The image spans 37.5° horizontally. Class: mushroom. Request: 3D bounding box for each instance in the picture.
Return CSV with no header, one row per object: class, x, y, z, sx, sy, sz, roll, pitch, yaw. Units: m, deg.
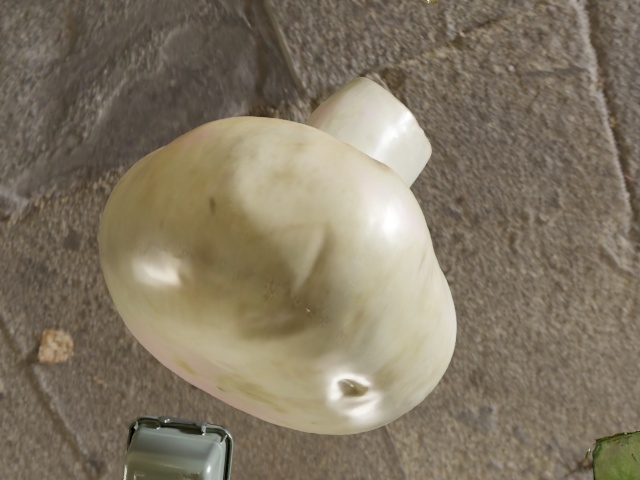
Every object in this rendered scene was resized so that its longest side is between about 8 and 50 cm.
mushroom,-0.012,0.022,0.876,0.352,0.325,0.353,-3,106,-11

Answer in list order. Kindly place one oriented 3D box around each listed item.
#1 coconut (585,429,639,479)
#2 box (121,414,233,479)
coconut,0.179,0.149,0.457,0.055,0.158,0.133,16,97,-9
box,-0.169,0.292,1.050,0.123,0.093,0.172,7,101,1
